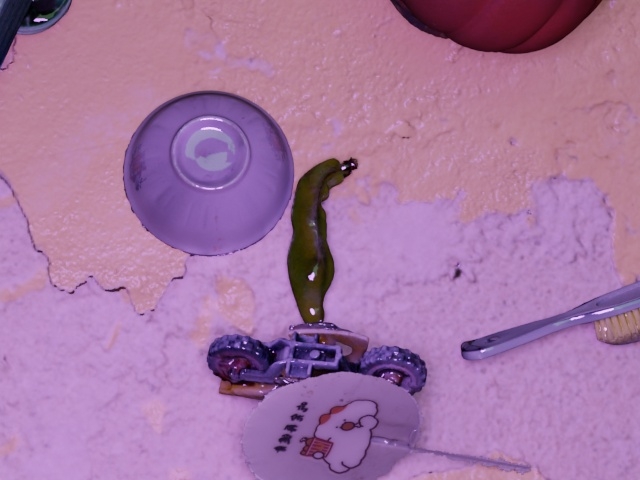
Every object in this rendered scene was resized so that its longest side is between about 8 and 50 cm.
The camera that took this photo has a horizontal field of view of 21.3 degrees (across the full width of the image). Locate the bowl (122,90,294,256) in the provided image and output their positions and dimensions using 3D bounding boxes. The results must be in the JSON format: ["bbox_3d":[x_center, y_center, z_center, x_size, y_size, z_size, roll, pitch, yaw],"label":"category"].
[{"bbox_3d":[-0.119,-0.083,1.818,0.189,0.086,0.189,1,77,-4],"label":"bowl"}]

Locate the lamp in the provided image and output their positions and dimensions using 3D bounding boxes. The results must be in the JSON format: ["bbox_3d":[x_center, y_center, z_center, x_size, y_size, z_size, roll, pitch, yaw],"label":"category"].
[{"bbox_3d":[0.177,-0.342,1.809,0.303,0.257,0.303,22,42,-22],"label":"lamp"}]

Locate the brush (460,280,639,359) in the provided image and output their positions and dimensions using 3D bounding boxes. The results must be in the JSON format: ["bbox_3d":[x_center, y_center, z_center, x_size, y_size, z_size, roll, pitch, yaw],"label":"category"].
[{"bbox_3d":[0.296,0.094,1.832,0.297,0.068,0.060,-18,101,-5],"label":"brush"}]

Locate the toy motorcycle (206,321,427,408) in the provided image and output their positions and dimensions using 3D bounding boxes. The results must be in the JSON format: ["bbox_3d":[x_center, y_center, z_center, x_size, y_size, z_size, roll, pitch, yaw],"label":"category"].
[{"bbox_3d":[-0.003,0.151,1.767,0.229,0.130,0.094,4,53,9],"label":"toy motorcycle"}]

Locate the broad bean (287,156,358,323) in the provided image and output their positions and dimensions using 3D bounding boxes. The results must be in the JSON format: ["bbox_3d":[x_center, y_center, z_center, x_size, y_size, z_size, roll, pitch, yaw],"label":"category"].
[{"bbox_3d":[-0.007,-0.004,1.830,0.061,0.046,0.195,13,75,1],"label":"broad bean"}]

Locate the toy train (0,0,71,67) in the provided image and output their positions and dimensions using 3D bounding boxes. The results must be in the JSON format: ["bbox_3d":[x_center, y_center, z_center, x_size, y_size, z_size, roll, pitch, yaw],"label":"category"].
[{"bbox_3d":[-0.439,-0.218,1.784,0.272,0.179,0.442,21,78,7],"label":"toy train"}]

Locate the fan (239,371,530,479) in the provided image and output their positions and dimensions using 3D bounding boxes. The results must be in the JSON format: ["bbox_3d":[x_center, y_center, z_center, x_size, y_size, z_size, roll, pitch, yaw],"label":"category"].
[{"bbox_3d":[0.074,0.210,1.754,0.329,0.191,0.009,11,39,-20],"label":"fan"}]
